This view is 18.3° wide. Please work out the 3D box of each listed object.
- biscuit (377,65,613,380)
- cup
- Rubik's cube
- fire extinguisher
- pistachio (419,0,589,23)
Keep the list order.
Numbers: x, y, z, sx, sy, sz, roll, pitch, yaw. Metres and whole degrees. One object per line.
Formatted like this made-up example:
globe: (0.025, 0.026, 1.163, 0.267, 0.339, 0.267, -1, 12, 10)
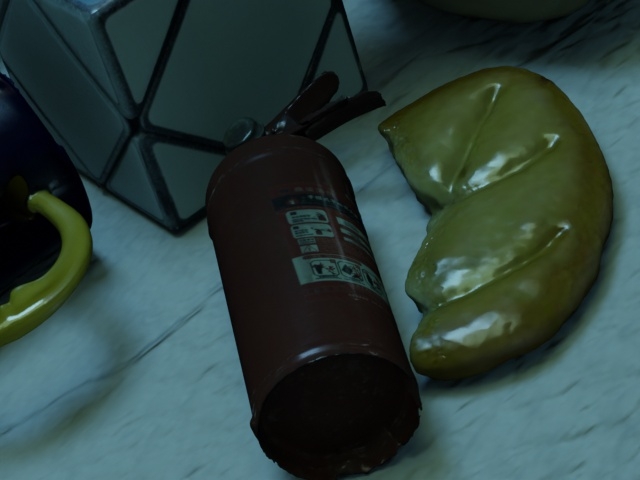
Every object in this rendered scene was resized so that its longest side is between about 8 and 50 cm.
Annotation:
biscuit: (0.124, -0.024, 1.361, 0.154, 0.045, 0.299, -14, 39, 7)
cup: (-0.297, -0.003, 1.378, 0.256, 0.178, 0.255, -40, 15, -22)
Rubik's cube: (-0.119, -0.168, 1.506, 0.205, 0.207, 0.205, -37, 43, -21)
fire extinguisher: (0.000, 0.000, 1.325, 0.147, 0.106, 0.337, -28, 38, 10)
pistachio: (0.131, -0.274, 1.546, 0.226, 0.207, 0.332, 9, 0, -39)
